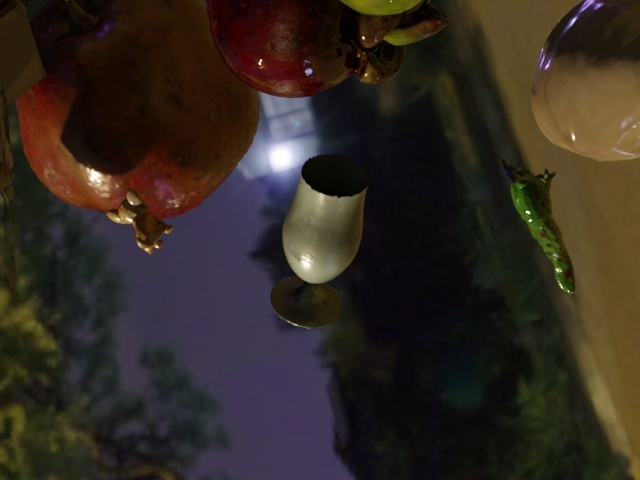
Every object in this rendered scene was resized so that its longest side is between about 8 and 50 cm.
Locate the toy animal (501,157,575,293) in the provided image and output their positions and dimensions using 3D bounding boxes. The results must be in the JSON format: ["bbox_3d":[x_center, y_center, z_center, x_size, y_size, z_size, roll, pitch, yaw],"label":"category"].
[{"bbox_3d":[0.246,-0.031,1.493,0.217,0.041,0.075,55,-146,-44],"label":"toy animal"}]

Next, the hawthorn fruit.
[{"bbox_3d":[-0.307,-0.245,2.117,0.403,0.403,0.402,-16,-90,-86],"label":"hawthorn fruit"}]

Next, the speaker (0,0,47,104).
[{"bbox_3d":[-0.472,-0.218,1.625,0.153,0.231,0.192,42,161,20],"label":"speaker"}]

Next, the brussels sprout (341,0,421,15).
[{"bbox_3d":[0.046,-0.275,1.238,0.149,0.122,0.151,11,142,46],"label":"brussels sprout"}]

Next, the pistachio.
[{"bbox_3d":[0.413,-0.236,1.704,0.208,0.332,0.226,19,-145,-57],"label":"pistachio"}]

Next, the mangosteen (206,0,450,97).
[{"bbox_3d":[0.010,-0.251,1.413,0.215,0.257,0.215,7,-90,-79],"label":"mangosteen"}]

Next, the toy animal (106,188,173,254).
[{"bbox_3d":[-0.229,-0.024,1.686,0.083,0.060,0.081,41,-147,9],"label":"toy animal"}]

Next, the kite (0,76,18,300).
[{"bbox_3d":[-0.321,-0.054,1.372,0.127,0.016,0.229,103,162,-82],"label":"kite"}]

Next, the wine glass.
[{"bbox_3d":[0.000,0.000,1.551,0.093,0.093,0.202,-102,19,-45],"label":"wine glass"}]
